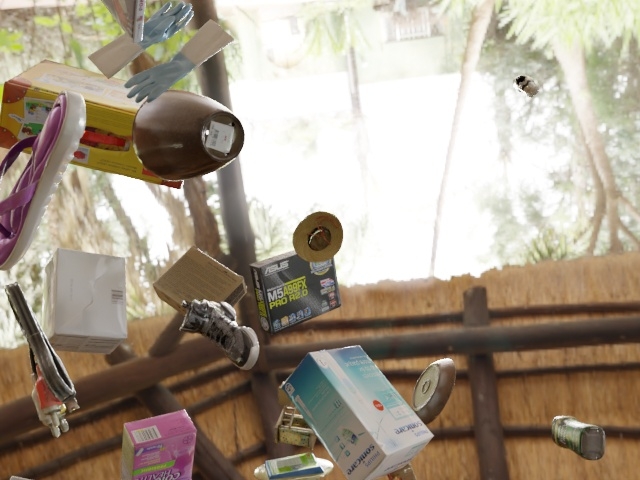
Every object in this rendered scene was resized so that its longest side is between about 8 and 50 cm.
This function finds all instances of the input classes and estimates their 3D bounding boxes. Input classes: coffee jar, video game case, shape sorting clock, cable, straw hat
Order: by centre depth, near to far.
[{"bbox_3d":[-0.493,0.194,1.134,0.072,0.287,0.139,-28,168,-24],"label":"cable"},{"bbox_3d":[-0.370,-0.487,1.180,0.023,0.201,0.183,-28,160,-32],"label":"video game case"},{"bbox_3d":[-0.070,0.601,1.733,0.206,0.040,0.206,-8,178,0],"label":"shape sorting clock"},{"bbox_3d":[0.000,0.000,1.742,0.145,0.144,0.061,-6,159,7],"label":"straw hat"},{"bbox_3d":[0.744,0.569,1.931,0.079,0.096,0.184,4,175,-8],"label":"coffee jar"}]

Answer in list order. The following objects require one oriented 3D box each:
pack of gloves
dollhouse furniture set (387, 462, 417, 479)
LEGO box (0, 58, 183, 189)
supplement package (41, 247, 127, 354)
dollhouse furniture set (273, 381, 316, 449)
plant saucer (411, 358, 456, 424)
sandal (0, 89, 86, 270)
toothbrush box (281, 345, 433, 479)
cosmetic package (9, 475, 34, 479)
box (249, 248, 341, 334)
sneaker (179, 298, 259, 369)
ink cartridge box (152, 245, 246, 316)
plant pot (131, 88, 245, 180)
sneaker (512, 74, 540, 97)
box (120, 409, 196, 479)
[{"bbox_3d":[-0.310,-0.365,1.310,0.232,0.046,0.195,-40,-118,-11],"label":"pack of gloves"},{"bbox_3d":[0.202,0.687,1.957,0.135,0.262,0.259,-22,-138,1],"label":"dollhouse furniture set"},{"bbox_3d":[-0.625,-0.351,1.963,0.501,0.193,0.372,13,-158,-12],"label":"LEGO box"},{"bbox_3d":[-0.685,0.180,1.930,0.204,0.261,0.145,11,147,-35],"label":"supplement package"},{"bbox_3d":[-0.032,0.500,1.880,0.182,0.160,0.101,5,-158,11],"label":"dollhouse furniture set"},{"bbox_3d":[0.306,0.413,1.845,0.036,0.198,0.198,29,-168,-9],"label":"plant saucer"},{"bbox_3d":[-0.570,-0.122,1.267,0.102,0.416,0.169,18,-151,-37],"label":"sandal"},{"bbox_3d":[0.086,0.402,1.560,0.216,0.126,0.295,5,-142,-52],"label":"toothbrush box"},{"bbox_3d":[-0.548,0.558,1.186,0.127,0.107,0.237,3,-131,23],"label":"cosmetic package"},{"bbox_3d":[-0.070,0.138,2.009,0.270,0.216,0.060,-18,-162,-34],"label":"box"},{"bbox_3d":[-0.270,0.236,1.704,0.153,0.101,0.268,19,-166,-38],"label":"sneaker"},{"bbox_3d":[-0.386,0.153,2.136,0.235,0.088,0.193,30,-119,26],"label":"ink cartridge box"},{"bbox_3d":[-0.272,-0.231,1.474,0.216,0.215,0.230,-18,-161,-34],"label":"plant pot"},{"bbox_3d":[0.429,-0.336,1.405,0.040,0.044,0.109,-48,-163,15],"label":"sneaker"},{"bbox_3d":[-0.548,0.723,2.243,0.214,0.242,0.117,-5,-150,-32],"label":"box"}]
